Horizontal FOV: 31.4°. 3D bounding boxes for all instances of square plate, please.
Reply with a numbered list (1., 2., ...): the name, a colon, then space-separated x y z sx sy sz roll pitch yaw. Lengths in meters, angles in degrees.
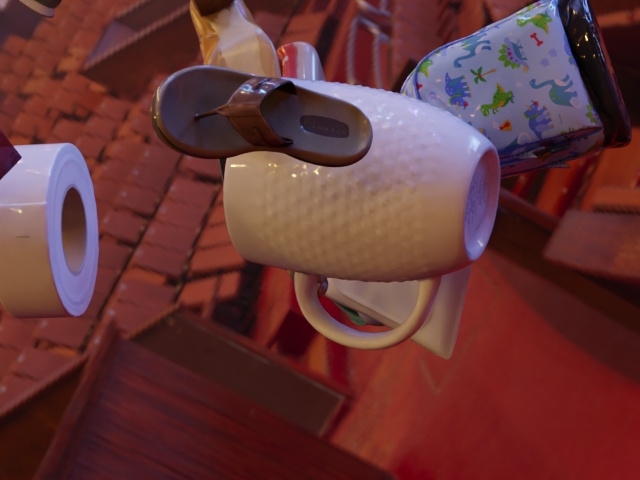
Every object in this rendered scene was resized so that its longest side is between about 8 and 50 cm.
1. square plate: 0.138 0.007 2.136 0.344 0.049 0.347 26 115 41

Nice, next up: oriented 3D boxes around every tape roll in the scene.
1. tape roll: -0.443 -0.015 1.833 0.286 0.100 0.286 -2 -90 -85

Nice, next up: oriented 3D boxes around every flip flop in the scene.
1. flip flop: -0.058 -0.143 1.307 0.080 0.277 0.112 156 119 -64

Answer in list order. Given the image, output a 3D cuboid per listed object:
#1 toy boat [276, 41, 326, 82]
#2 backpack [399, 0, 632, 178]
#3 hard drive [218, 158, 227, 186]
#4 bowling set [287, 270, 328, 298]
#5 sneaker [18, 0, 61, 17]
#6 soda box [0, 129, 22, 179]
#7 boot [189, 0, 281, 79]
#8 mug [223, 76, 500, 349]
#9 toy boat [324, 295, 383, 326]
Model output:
1. toy boat: -0.064 -0.245 2.012 0.231 0.151 0.151 -91 -12 -45
2. backpack: 0.304 -0.237 1.891 0.356 0.290 0.273 -17 -2 20
3. hard drive: -0.154 -0.138 2.009 0.094 0.022 0.135 -53 -44 -66
4. bowling set: 0.000 0.000 2.012 0.154 0.200 0.287 -27 -19 -4
5. sneaker: -0.522 -0.465 1.938 0.086 0.192 0.064 -55 17 17
6. soda box: -0.489 -0.046 1.374 0.092 0.083 0.263 -2 41 41
7. boot: -0.106 -0.242 1.615 0.104 0.295 0.211 -22 -19 2
8. mug: 0.067 -0.029 1.606 0.276 0.328 0.374 -17 -65 -64
9. toy boat: 0.079 0.101 2.410 0.148 0.267 0.318 -51 20 -15
